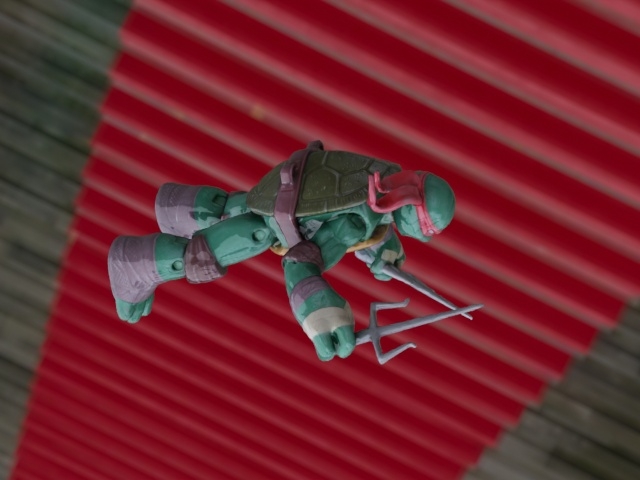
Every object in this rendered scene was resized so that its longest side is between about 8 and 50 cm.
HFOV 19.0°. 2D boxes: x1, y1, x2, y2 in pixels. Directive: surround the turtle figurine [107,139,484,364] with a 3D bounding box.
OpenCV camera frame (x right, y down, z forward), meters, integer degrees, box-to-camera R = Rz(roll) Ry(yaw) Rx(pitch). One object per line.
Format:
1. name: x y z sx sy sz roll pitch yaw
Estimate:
1. turtle figurine: 0.000 0.000 1.136 0.234 0.118 0.175 -2 -170 24
